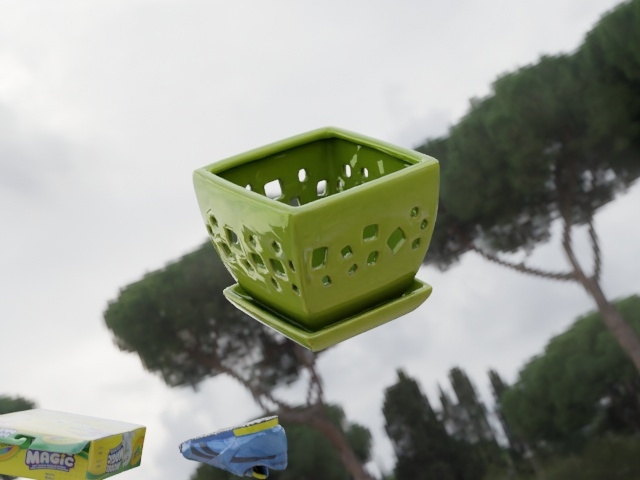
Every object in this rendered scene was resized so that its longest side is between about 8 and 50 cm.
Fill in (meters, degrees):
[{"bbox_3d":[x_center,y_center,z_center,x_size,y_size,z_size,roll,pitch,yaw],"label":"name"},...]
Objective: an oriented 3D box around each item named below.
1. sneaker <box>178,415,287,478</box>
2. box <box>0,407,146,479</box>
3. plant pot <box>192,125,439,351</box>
[{"bbox_3d":[-0.122,0.296,1.886,0.069,0.082,0.209,-15,-2,-44],"label":"sneaker"},{"bbox_3d":[-0.220,0.172,1.145,0.105,0.043,0.179,8,-4,10],"label":"box"},{"bbox_3d":[0.000,0.000,1.690,0.227,0.228,0.207,-21,-62,-31],"label":"plant pot"}]
